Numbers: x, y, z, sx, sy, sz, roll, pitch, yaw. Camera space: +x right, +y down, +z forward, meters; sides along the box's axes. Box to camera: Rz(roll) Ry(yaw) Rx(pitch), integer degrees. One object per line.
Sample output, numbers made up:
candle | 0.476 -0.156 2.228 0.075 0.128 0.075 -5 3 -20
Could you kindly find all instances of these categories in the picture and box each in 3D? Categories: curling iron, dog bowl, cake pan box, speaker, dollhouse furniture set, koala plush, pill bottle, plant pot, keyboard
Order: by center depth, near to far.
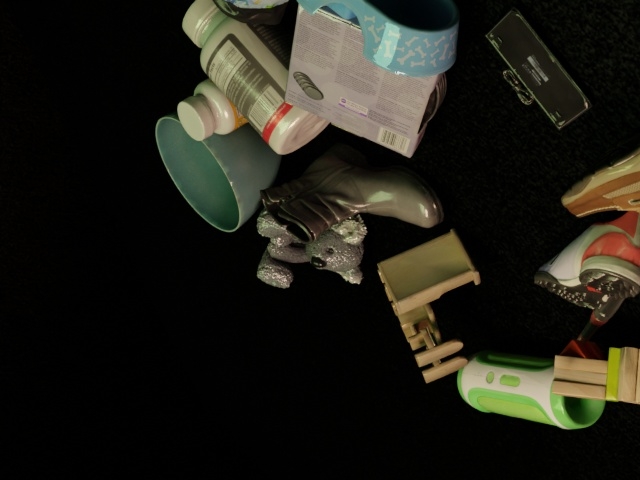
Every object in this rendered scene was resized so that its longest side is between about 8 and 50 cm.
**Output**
keyboard | 0.312 -0.245 1.427 0.180 0.023 0.108 53 149 3
dog bowl | 0.089 -0.368 1.502 0.297 0.166 0.074 42 142 23
curling iron | 0.475 0.126 1.604 0.068 0.035 0.274 26 143 16
cake pan box | 0.077 -0.278 1.638 0.266 0.070 0.246 25 149 10
speaker | 0.387 0.275 1.834 0.296 0.131 0.131 -2 120 61
pill bottle | -0.116 -0.334 1.870 0.318 0.176 0.176 49 155 10
dollhouse furniture set | 0.221 0.111 1.885 0.242 0.160 0.212 66 -179 -55
pill bottle | -0.183 -0.288 1.999 0.117 0.208 0.118 37 146 30
koala plush | 0.000 0.000 2.143 0.221 0.203 0.196 17 128 21
plant pot | -0.199 -0.193 2.170 0.290 0.195 0.290 40 153 26

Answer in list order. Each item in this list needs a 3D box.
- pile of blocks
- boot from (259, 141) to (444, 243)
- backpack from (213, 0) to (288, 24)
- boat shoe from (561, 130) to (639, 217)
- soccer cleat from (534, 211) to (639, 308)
pile of blocks | 0.529 0.202 1.533 0.362 0.113 0.149 0 169 40
boot | 0.054 -0.057 1.871 0.338 0.222 0.118 25 142 46
backpack | -0.107 -0.549 1.527 0.355 0.273 0.290 -33 68 53
boat shoe | 0.443 -0.083 1.293 0.120 0.122 0.324 51 156 -1
soccer cleat | 0.424 0.031 1.516 0.108 0.117 0.318 24 170 -1
